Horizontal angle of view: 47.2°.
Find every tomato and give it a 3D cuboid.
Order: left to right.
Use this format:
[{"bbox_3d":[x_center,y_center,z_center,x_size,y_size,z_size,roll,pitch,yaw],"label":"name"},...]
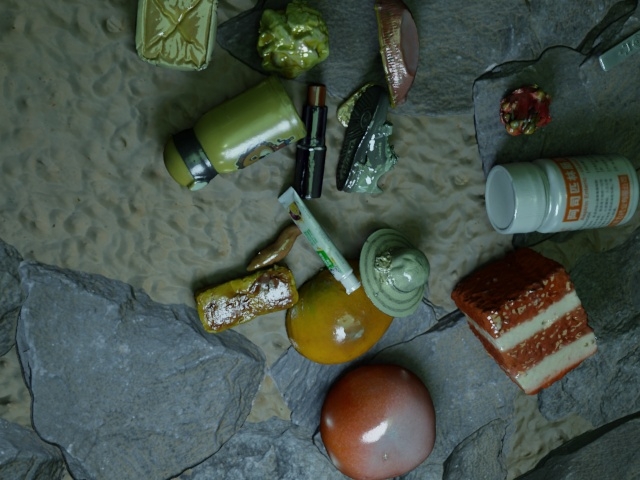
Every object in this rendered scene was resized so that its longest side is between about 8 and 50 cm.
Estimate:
[{"bbox_3d":[0.171,0.522,2.045,0.341,0.273,0.342,-3,105,-12],"label":"tomato"}]

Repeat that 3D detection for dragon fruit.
[{"bbox_3d":[0.550,-0.343,1.982,0.150,0.208,0.133,-31,99,41],"label":"dragon fruit"}]

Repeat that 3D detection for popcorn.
[{"bbox_3d":[-0.072,-0.487,1.772,0.187,0.185,0.167,-27,94,5],"label":"popcorn"}]

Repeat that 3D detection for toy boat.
[{"bbox_3d":[0.196,-0.500,1.880,0.141,0.099,0.318,-24,112,-35],"label":"toy boat"}]

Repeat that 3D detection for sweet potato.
[{"bbox_3d":[-0.114,0.022,1.963,0.202,0.058,0.055,-42,66,-4],"label":"sweet potato"}]

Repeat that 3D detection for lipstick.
[{"bbox_3d":[-0.022,-0.254,1.894,0.081,0.081,0.300,1,107,-14],"label":"lipstick"}]

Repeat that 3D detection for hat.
[{"bbox_3d":[0.231,0.077,1.962,0.251,0.110,0.252,12,69,-34],"label":"hat"}]

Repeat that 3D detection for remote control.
[{"bbox_3d":[0.857,-0.541,2.059,0.184,0.027,0.050,-33,111,-8],"label":"remote control"}]

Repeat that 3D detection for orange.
[{"bbox_3d":[0.057,0.209,2.034,0.310,0.274,0.274,-23,112,26],"label":"orange"}]

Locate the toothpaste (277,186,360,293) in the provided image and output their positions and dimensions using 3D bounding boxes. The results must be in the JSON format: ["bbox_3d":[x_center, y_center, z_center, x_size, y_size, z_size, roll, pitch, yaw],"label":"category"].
[{"bbox_3d":[0.000,0.000,1.920,0.058,0.056,0.314,-37,90,8],"label":"toothpaste"}]

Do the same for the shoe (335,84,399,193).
[{"bbox_3d":[0.148,-0.253,1.920,0.149,0.109,0.293,11,111,-25],"label":"shoe"}]

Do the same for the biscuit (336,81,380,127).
[{"bbox_3d":[0.105,-0.357,1.931,0.147,0.018,0.071,-42,109,2],"label":"biscuit"}]

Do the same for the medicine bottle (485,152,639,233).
[{"bbox_3d":[0.663,-0.129,2.023,0.371,0.211,0.211,-5,106,-13],"label":"medicine bottle"}]

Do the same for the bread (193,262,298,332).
[{"bbox_3d":[-0.197,0.149,1.956,0.270,0.077,0.139,-17,114,-7],"label":"bread"}]

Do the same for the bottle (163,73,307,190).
[{"bbox_3d":[-0.220,-0.253,1.804,0.351,0.171,0.172,-29,109,4],"label":"bottle"}]

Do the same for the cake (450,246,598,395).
[{"bbox_3d":[0.572,0.223,2.063,0.269,0.270,0.320,-31,110,-4],"label":"cake"}]

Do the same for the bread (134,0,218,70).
[{"bbox_3d":[-0.340,-0.513,1.737,0.192,0.110,0.210,3,103,-8],"label":"bread"}]
